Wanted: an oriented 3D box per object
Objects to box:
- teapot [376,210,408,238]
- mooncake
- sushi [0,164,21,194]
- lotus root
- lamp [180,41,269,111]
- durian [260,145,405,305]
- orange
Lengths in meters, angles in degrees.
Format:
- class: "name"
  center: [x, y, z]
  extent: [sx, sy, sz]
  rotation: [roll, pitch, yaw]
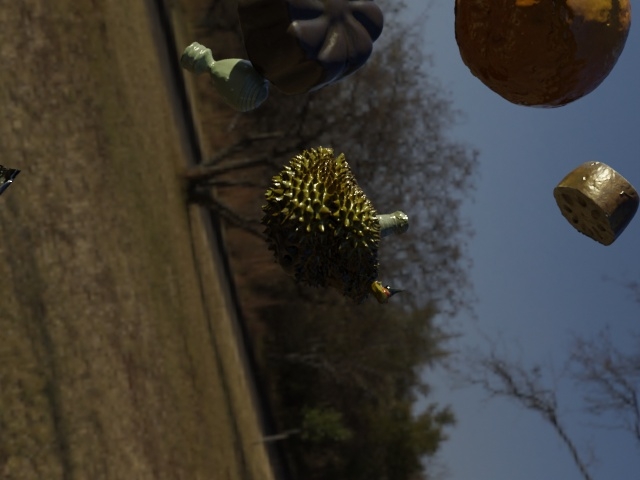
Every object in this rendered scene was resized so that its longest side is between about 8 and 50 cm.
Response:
- class: "teapot"
  center: [0.115, -0.026, 1.903]
  extent: [0.067, 0.083, 0.057]
  rotation: [-152, -127, -76]
- class: "mooncake"
  center: [-0.015, -0.453, 2.124]
  extent: [0.154, 0.306, 0.306]
  rotation: [-11, -95, 48]
- class: "sushi"
  center: [-0.503, -0.058, 1.299]
  extent: [0.153, 0.150, 0.172]
  rotation: [-23, -150, 53]
- class: "lotus root"
  center: [0.409, -0.061, 1.545]
  extent: [0.122, 0.081, 0.112]
  rotation: [39, -7, 42]
- class: "lamp"
  center: [-0.193, -0.341, 2.157]
  extent: [0.106, 0.193, 0.106]
  rotation: [-57, 172, -13]
- class: "durian"
  center: [0.000, 0.000, 1.425]
  extent: [0.237, 0.138, 0.193]
  rotation: [56, -30, 25]
- class: "orange"
  center: [0.269, -0.269, 1.274]
  extent: [0.219, 0.193, 0.219]
  rotation: [163, -90, -76]
